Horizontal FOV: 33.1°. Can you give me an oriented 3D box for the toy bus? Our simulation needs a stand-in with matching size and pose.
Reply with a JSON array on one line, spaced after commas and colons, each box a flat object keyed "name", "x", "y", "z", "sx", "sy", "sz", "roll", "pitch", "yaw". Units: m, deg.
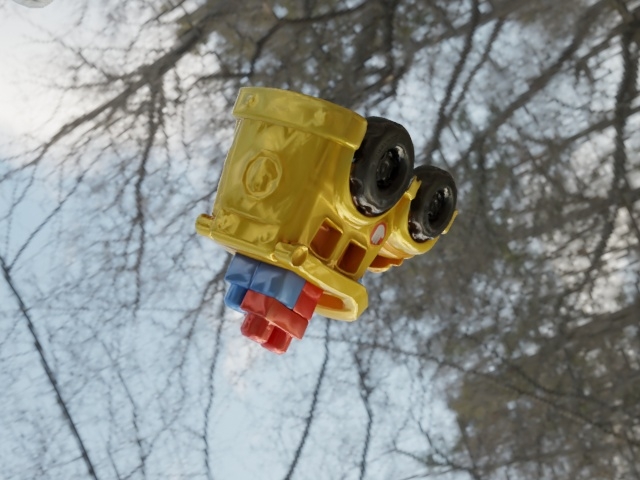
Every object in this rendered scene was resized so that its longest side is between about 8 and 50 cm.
[{"name": "toy bus", "x": 0.000, "y": 0.000, "z": 0.932, "sx": 0.220, "sy": 0.149, "sz": 0.211, "roll": 33, "pitch": -104, "yaw": -53}]

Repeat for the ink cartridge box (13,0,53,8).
[{"name": "ink cartridge box", "x": -0.053, "y": -0.245, "z": 0.242, "sx": 0.226, "sy": 0.131, "sz": 0.306, "roll": 38, "pitch": -115, "yaw": -15}]
